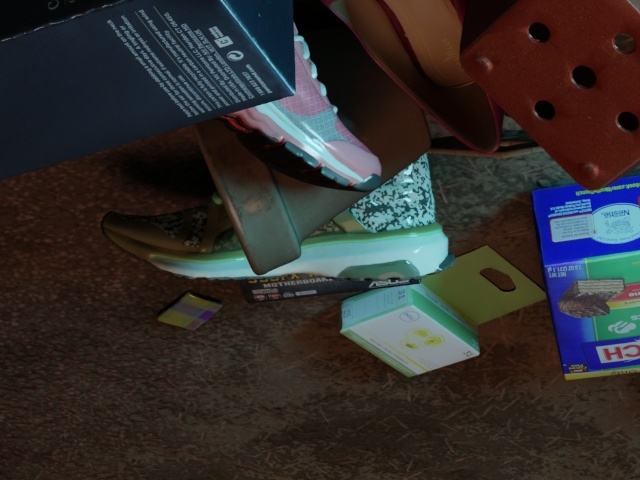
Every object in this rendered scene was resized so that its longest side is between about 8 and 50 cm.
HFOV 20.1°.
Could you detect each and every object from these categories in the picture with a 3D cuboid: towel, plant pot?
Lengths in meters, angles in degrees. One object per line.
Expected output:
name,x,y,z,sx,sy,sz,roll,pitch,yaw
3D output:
towel,-0.177,0.096,2.440,0.060,0.009,0.083,20,141,-29
plant pot,-0.014,-0.123,1.908,0.229,0.263,0.263,-22,146,0
plant pot,0.282,-0.205,1.667,0.267,0.236,0.267,44,136,-4

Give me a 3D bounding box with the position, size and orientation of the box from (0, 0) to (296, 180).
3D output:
box,-0.199,-0.264,1.549,0.312,0.343,0.179,-14,147,19

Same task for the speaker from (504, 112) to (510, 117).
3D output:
speaker,0.214,-0.191,1.958,0.055,0.055,0.136,-4,148,4

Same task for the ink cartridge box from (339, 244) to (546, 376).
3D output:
ink cartridge box,0.167,0.099,2.423,0.235,0.056,0.171,-20,143,30

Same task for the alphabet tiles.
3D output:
alphabet tiles,0.226,-0.112,1.987,0.237,0.009,0.198,-10,-170,-34

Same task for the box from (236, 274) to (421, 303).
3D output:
box,0.000,0.000,2.251,0.231,0.056,0.183,-7,148,8

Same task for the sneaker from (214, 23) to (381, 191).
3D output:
sneaker,-0.046,-0.161,1.717,0.314,0.136,0.116,36,170,-22

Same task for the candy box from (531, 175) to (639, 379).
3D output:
candy box,0.417,0.047,2.286,0.268,0.122,0.317,-8,149,9

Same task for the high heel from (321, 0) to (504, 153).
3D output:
high heel,0.088,-0.199,1.716,0.127,0.181,0.377,-25,162,25

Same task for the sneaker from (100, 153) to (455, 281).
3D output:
sneaker,-0.049,-0.049,2.100,0.410,0.182,0.158,0,-175,2
